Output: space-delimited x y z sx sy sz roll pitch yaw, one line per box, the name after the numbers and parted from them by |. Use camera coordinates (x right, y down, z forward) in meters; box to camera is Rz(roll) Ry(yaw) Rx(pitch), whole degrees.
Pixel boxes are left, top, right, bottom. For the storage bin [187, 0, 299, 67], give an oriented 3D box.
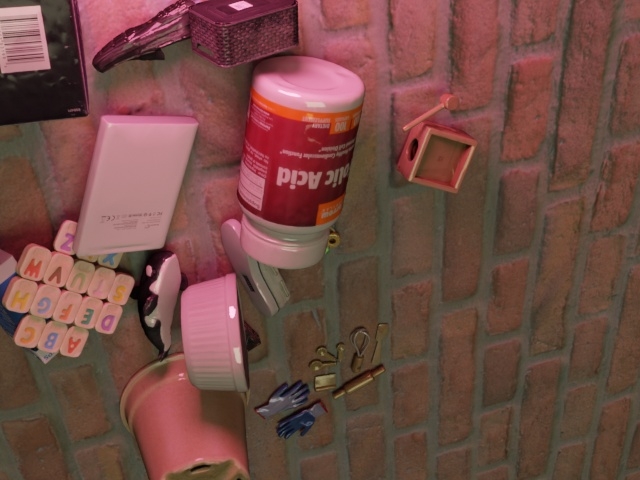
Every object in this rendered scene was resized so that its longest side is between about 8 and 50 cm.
-0.139 -0.394 1.547 0.180 0.122 0.084 -25 133 -31 | storage bin

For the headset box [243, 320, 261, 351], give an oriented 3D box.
-0.195 0.236 2.070 0.062 0.032 0.083 -32 130 6 | headset box

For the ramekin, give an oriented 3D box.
-0.237 0.213 1.897 0.127 0.273 0.273 -6 127 -3 | ramekin

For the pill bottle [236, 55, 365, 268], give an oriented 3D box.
-0.051 -0.152 1.712 0.224 0.224 0.392 -1 123 -18 | pill bottle

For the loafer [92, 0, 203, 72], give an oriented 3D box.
-0.316 -0.365 1.566 0.223 0.076 0.078 -29 121 -1 | loafer

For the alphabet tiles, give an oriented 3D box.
-0.521 0.107 1.773 0.284 0.021 0.278 26 87 -51 | alphabet tiles

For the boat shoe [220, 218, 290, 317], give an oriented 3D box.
-0.140 0.052 1.923 0.088 0.096 0.267 -40 120 -27 | boat shoe

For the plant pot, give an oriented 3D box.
-0.304 0.494 2.045 0.334 0.305 0.334 -9 127 -13 | plant pot

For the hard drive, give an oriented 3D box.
-0.377 -0.110 1.714 0.203 0.040 0.307 -6 129 -41 | hard drive

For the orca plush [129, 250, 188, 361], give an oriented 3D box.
-0.381 0.134 1.923 0.151 0.102 0.287 -52 155 -37 | orca plush

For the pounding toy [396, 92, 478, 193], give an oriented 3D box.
0.244 -0.231 1.852 0.181 0.094 0.206 12 110 -20 | pounding toy

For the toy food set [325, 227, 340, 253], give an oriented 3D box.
0.000 0.000 1.974 0.082 0.020 0.083 -40 128 11 | toy food set

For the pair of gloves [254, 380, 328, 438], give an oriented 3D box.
-0.075 0.461 2.281 0.159 0.023 0.198 -32 127 8 | pair of gloves

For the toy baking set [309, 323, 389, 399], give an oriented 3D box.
0.087 0.324 2.231 0.256 0.030 0.196 -27 128 1 | toy baking set

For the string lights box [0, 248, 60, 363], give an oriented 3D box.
-0.644 0.131 1.767 0.077 0.133 0.259 -46 136 -28 | string lights box

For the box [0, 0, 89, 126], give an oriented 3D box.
-0.485 -0.384 1.356 0.183 0.294 0.296 -9 127 -16 | box
